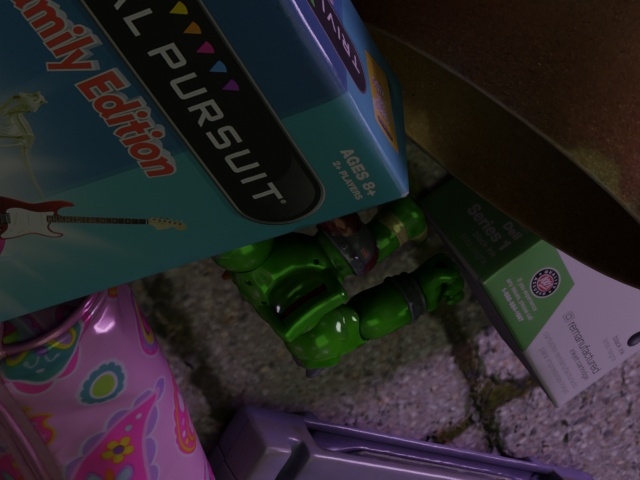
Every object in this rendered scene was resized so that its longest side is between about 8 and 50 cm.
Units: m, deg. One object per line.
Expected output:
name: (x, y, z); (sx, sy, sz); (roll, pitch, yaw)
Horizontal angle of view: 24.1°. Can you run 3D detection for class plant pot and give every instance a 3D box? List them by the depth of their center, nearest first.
plant pot: (0.167, -0.141, 0.802); (0.254, 0.237, 0.237); (-52, 134, -6)

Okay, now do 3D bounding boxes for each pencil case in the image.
pencil case: (-0.138, 0.118, 0.879); (0.124, 0.124, 0.284); (-24, 132, -11)

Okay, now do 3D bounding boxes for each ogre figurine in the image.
ogre figurine: (0.000, 0.000, 0.885); (0.118, 0.097, 0.197); (-43, 146, -8)

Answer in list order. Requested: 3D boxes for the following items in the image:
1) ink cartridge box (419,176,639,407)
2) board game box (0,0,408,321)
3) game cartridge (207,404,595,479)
ink cartridge box: (0.199, -0.018, 0.981); (0.219, 0.092, 0.160); (-35, 135, 1)
board game box: (-0.164, -0.074, 0.653); (0.336, 0.079, 0.253); (-17, 137, 18)
game cartridge: (0.032, 0.245, 1.122); (0.355, 0.068, 0.230); (17, 119, -38)
